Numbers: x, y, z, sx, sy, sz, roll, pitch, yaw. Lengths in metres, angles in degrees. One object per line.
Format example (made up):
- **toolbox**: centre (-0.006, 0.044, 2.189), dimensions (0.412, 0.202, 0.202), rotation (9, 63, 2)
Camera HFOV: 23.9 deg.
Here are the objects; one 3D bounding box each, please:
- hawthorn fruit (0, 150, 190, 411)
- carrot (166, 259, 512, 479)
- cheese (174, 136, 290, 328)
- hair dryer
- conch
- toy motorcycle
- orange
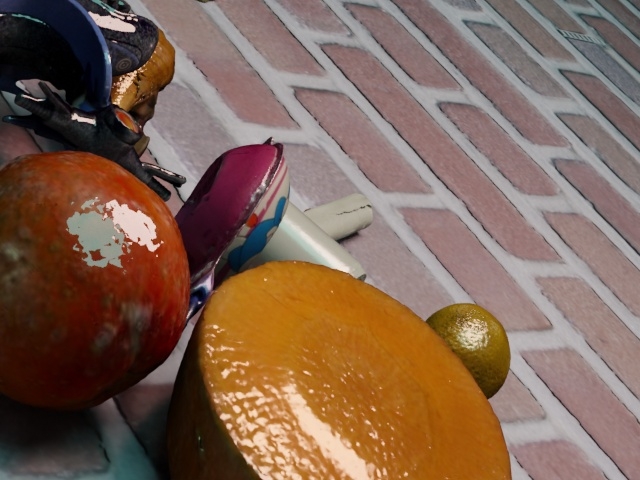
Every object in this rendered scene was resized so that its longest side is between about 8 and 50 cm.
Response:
- **hawthorn fruit**: centre (-0.163, 0.029, 0.982), dimensions (0.173, 0.173, 0.173), rotation (25, 28, -14)
- **carrot**: centre (0.012, 0.134, 1.037), dimensions (0.258, 0.100, 0.307), rotation (32, 30, -15)
- **cheese**: centre (-0.083, 0.008, 1.128), dimensions (0.062, 0.155, 0.244), rotation (36, 42, -13)
- **hair dryer**: centre (0.000, 0.000, 1.328), dimensions (0.131, 0.073, 0.236), rotation (40, 19, 11)
- **conch**: centre (-0.180, -0.118, 1.295), dimensions (0.080, 0.086, 0.233), rotation (5, 54, 23)
- **toy motorcycle**: centre (-0.261, -0.117, 1.130), dimensions (0.358, 0.125, 0.213), rotation (-8, 51, -36)
- **orange**: centre (0.117, 0.093, 1.253), dimensions (0.085, 0.085, 0.095), rotation (33, 32, 1)
